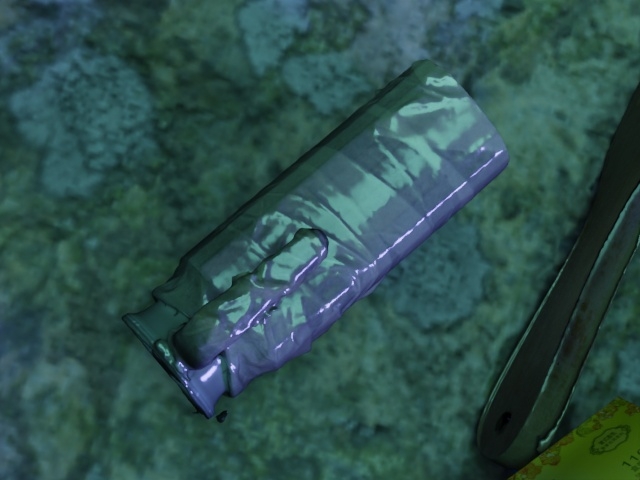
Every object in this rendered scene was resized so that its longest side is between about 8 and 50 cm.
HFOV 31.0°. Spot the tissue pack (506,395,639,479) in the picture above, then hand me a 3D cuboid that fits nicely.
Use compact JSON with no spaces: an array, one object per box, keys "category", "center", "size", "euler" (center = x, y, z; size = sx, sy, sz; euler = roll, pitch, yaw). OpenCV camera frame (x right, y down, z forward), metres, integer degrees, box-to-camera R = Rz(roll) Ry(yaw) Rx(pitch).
[{"category":"tissue pack","center":[0.110,0.165,0.551],"size":[0.176,0.062,0.095],"euler":[-31,119,-20]}]

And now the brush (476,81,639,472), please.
[{"category":"brush","center":[0.182,-0.019,0.620],"size":[0.065,0.070,0.327],"euler":[31,80,-14]}]

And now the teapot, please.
[{"category":"teapot","center":[0.000,0.000,0.562],"size":[0.200,0.107,0.077],"euler":[-41,93,-11]}]
